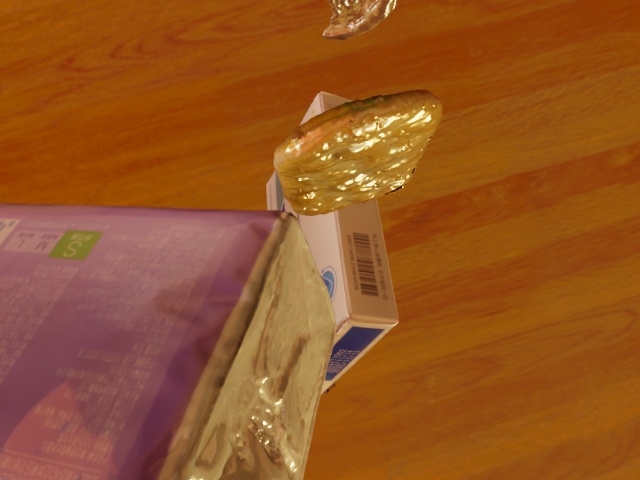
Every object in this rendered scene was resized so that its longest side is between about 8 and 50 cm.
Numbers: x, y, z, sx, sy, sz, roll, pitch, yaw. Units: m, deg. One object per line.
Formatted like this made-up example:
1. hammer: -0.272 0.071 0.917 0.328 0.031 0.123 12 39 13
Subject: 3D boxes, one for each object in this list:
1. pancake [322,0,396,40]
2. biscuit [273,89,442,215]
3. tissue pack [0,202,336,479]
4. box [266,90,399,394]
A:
1. pancake: 0.009 -0.328 0.804 0.191 0.184 0.020 23 63 -20
2. biscuit: 0.027 -0.055 0.495 0.119 0.247 0.029 -14 82 0
3. tissue pack: -0.175 0.103 0.425 0.338 0.160 0.242 3 52 22
4. box: 0.000 0.000 0.824 0.065 0.200 0.343 11 51 -23
